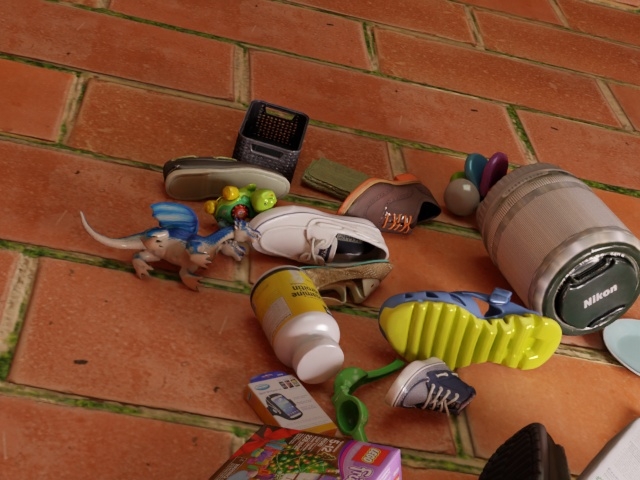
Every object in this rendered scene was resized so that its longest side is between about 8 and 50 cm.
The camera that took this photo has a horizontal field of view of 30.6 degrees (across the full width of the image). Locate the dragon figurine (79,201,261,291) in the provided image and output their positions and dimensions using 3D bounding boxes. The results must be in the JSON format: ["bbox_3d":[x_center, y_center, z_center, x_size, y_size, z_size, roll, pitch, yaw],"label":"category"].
[{"bbox_3d":[-0.242,-0.004,1.881,0.289,0.085,0.144,13,31,-9],"label":"dragon figurine"}]

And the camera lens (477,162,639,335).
[{"bbox_3d":[0.423,0.016,2.061,0.219,0.219,0.274,2,34,-25],"label":"camera lens"}]

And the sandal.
[{"bbox_3d":[0.226,0.132,1.884,0.317,0.126,0.138,10,27,-29],"label":"sandal"}]

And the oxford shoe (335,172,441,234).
[{"bbox_3d":[0.127,-0.057,2.153,0.098,0.097,0.271,41,37,24],"label":"oxford shoe"}]

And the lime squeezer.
[{"bbox_3d":[0.062,0.248,1.682,0.110,0.059,0.310,45,24,-18],"label":"lime squeezer"}]

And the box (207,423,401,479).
[{"bbox_3d":[-0.050,0.328,1.404,0.201,0.057,0.293,6,24,26],"label":"box"}]

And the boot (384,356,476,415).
[{"bbox_3d":[0.166,0.222,1.718,0.086,0.069,0.190,34,20,19],"label":"boot"}]

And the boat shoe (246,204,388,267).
[{"bbox_3d":[0.000,0.000,1.991,0.258,0.095,0.084,-1,31,-26],"label":"boat shoe"}]

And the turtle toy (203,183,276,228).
[{"bbox_3d":[-0.130,-0.055,2.000,0.095,0.130,0.066,4,59,-51],"label":"turtle toy"}]

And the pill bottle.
[{"bbox_3d":[-0.032,0.128,1.758,0.103,0.103,0.184,1,35,-27],"label":"pill bottle"}]

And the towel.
[{"bbox_3d":[0.041,-0.113,2.262,0.148,0.027,0.110,20,30,6],"label":"towel"}]

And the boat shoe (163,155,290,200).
[{"bbox_3d":[-0.168,-0.114,2.102,0.227,0.081,0.069,3,38,-19],"label":"boat shoe"}]

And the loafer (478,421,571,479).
[{"bbox_3d":[0.284,0.396,1.494,0.130,0.134,0.366,33,36,-20],"label":"loafer"}]

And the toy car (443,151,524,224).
[{"bbox_3d":[0.342,-0.105,2.296,0.182,0.136,0.159,33,34,24],"label":"toy car"}]

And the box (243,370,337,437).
[{"bbox_3d":[-0.047,0.237,1.651,0.081,0.028,0.136,-7,36,-36],"label":"box"}]

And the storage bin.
[{"bbox_3d":[-0.097,-0.188,2.257,0.122,0.084,0.180,17,31,-2],"label":"storage bin"}]

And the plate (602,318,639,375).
[{"bbox_3d":[0.576,0.201,2.033,0.188,0.024,0.188,13,32,-8],"label":"plate"}]

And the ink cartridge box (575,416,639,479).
[{"bbox_3d":[0.478,0.397,1.519,0.324,0.071,0.330,49,30,12],"label":"ink cartridge box"}]

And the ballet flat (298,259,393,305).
[{"bbox_3d":[0.039,0.076,1.935,0.206,0.073,0.067,-6,65,-31],"label":"ballet flat"}]
